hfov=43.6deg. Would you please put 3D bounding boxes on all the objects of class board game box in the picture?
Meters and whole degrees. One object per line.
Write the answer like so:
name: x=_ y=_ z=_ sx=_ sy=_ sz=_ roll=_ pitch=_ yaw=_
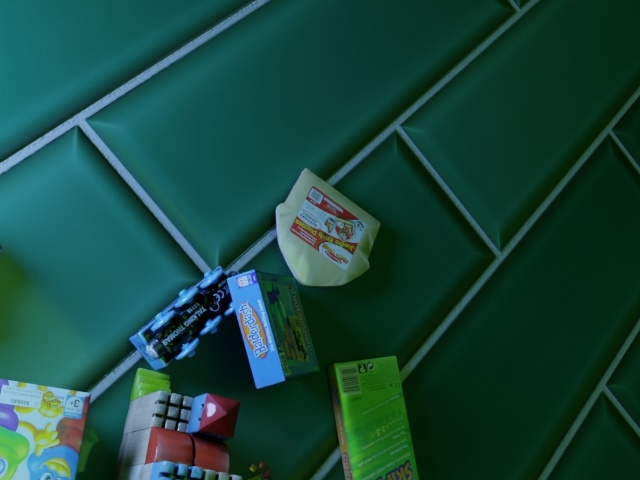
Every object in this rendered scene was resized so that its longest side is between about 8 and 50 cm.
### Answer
board game box: x=-0.387 y=0.320 z=0.973 sx=0.144 sy=0.142 sz=0.275 roll=15 pitch=67 yaw=-25
board game box: x=0.090 y=0.325 z=1.305 sx=0.124 sy=0.039 sz=0.259 roll=-2 pitch=73 yaw=-29
board game box: x=-0.066 y=0.130 z=1.194 sx=0.047 sy=0.210 sz=0.160 roll=-18 pitch=80 yaw=11

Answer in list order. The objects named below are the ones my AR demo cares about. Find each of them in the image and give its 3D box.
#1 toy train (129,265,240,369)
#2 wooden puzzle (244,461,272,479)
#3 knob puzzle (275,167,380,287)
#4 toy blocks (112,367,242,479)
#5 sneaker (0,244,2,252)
toy train: x=-0.191 y=0.111 z=1.175 sx=0.184 sy=0.105 sz=0.080 roll=-43 pitch=100 yaw=-32
wooden puzzle: x=-0.092 y=0.378 z=1.202 sx=0.049 sy=0.006 sz=0.083 roll=-16 pitch=83 yaw=-32
knob puzzle: x=0.000 y=0.000 z=1.360 sx=0.213 sy=0.030 sz=0.213 roll=12 pitch=65 yaw=-27
toy blocks: x=-0.192 y=0.340 z=1.007 sx=0.190 sy=0.261 sz=0.381 roll=19 pitch=65 yaw=-23
sneaker: x=-0.497 y=0.080 z=1.015 sx=0.125 sy=0.104 sz=0.262 roll=32 pitch=61 yaw=-19
